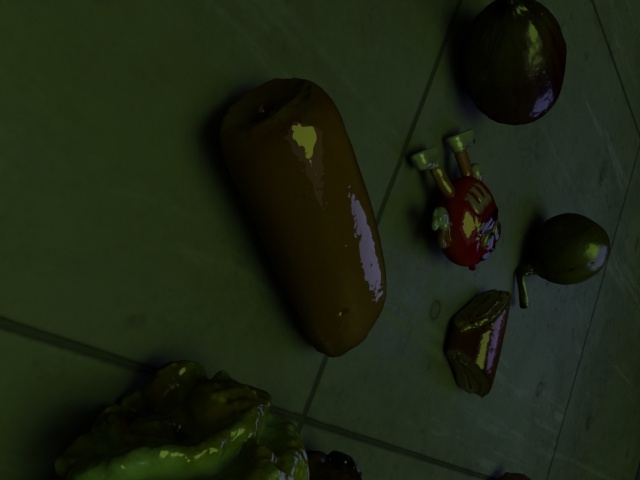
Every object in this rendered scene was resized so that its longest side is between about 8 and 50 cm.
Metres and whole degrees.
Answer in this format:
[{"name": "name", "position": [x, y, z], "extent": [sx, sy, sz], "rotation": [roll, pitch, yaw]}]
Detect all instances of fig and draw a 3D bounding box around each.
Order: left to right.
[{"name": "fig", "position": [0.272, -0.284, 0.869], "extent": [0.274, 0.146, 0.170], "rotation": [43, 65, -60]}, {"name": "fig", "position": [0.462, 0.026, 1.196], "extent": [0.142, 0.187, 0.147], "rotation": [-101, 180, -55]}]

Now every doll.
[{"name": "doll", "position": [0.212, -0.047, 0.911], "extent": [0.183, 0.085, 0.217], "rotation": [-30, 110, -43]}]

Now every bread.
[{"name": "bread", "position": [0.268, 0.174, 1.029], "extent": [0.119, 0.067, 0.192], "rotation": [13, 88, -49]}]

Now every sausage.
[{"name": "sausage", "position": [0.004, 0.001, 0.666], "extent": [0.134, 0.116, 0.353], "rotation": [-58, 139, -38]}]

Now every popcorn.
[{"name": "popcorn", "position": [-0.111, 0.215, 0.516], "extent": [0.221, 0.204, 0.183], "rotation": [-28, 119, -59]}]

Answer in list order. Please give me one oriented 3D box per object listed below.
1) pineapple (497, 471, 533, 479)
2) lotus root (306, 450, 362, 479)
[{"name": "pineapple", "position": [0.385, 0.595, 1.228], "extent": [0.119, 0.111, 0.237], "rotation": [3, 107, -17]}, {"name": "lotus root", "position": [-0.024, 0.318, 0.688], "extent": [0.209, 0.120, 0.120], "rotation": [-28, 118, -45]}]
